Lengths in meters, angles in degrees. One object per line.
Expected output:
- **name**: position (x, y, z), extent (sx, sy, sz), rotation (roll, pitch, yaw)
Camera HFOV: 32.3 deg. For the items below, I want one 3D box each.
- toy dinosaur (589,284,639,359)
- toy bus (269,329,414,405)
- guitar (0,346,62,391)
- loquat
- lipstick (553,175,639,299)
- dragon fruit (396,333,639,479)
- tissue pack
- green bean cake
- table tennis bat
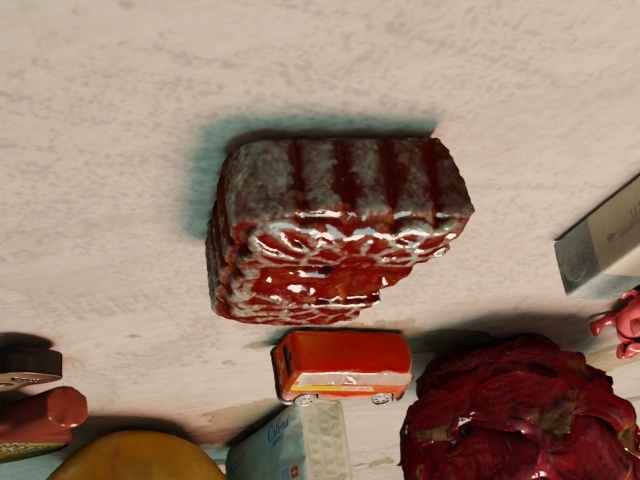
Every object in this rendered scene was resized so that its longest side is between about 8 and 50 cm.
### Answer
- **toy dinosaur**: position (0.415, 0.069, 1.293), extent (0.139, 0.070, 0.286), rotation (-14, 152, -10)
- **toy bus**: position (0.032, 0.150, 1.329), extent (0.174, 0.079, 0.077), rotation (3, 143, -21)
- **guitar**: position (-0.403, 0.171, 1.293), extent (0.271, 0.038, 0.084), rotation (-23, 154, 39)
- **loquat**: position (-0.272, 0.415, 1.554), extent (0.328, 0.359, 0.328), rotation (-19, 123, -31)
- **lipstick**: position (0.339, -0.037, 1.033), extent (0.068, 0.066, 0.317), rotation (5, 151, -24)
- **dragon fruit**: position (0.252, 0.275, 1.385), extent (0.329, 0.329, 0.329), rotation (-6, 154, -3)
- **tissue pack**: position (-0.052, 0.351, 1.598), extent (0.089, 0.177, 0.263), rotation (8, 151, -29)
- **green bean cake**: position (0.000, 0.000, 0.982), extent (0.199, 0.097, 0.232), rotation (1, 153, -17)
- **table tennis bat**: position (-0.427, 0.248, 1.399), extent (0.268, 0.051, 0.415), rotation (8, 157, -43)
